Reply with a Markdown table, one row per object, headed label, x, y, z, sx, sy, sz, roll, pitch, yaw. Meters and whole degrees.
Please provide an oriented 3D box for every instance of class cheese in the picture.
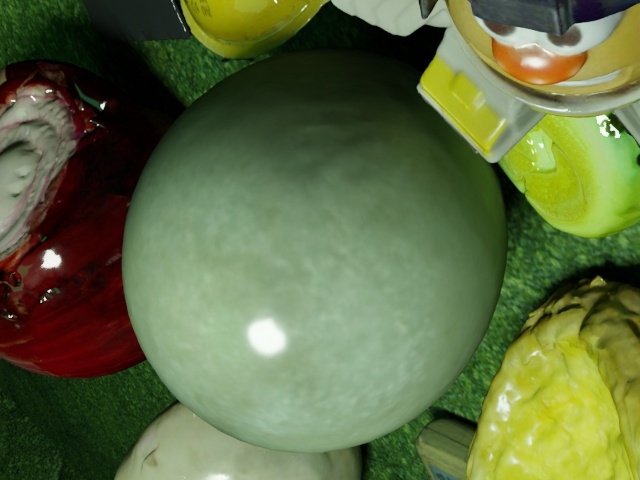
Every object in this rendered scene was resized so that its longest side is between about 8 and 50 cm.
| label | x | y | z | sx | sy | sz | roll | pitch | yaw |
| --- | --- | --- | --- | --- | --- | --- | --- | --- | --- |
| cheese | -0.015 | -0.207 | 0.789 | 0.270 | 0.069 | 0.177 | 7 | 85 | 42 |

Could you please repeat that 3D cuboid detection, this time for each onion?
| label | x | y | z | sx | sy | sz | roll | pitch | yaw |
| --- | --- | --- | --- | --- | --- | --- | --- | --- | --- |
| onion | -0.254 | -0.006 | 1.218 | 0.341 | 0.341 | 0.341 | 39 | 150 | 27 |

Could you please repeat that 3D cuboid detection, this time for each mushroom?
| label | x | y | z | sx | sy | sz | roll | pitch | yaw |
| --- | --- | --- | --- | --- | --- | --- | --- | --- | --- |
| mushroom | -0.115 | 0.242 | 1.369 | 0.314 | 0.314 | 0.336 | 83 | 162 | -45 |

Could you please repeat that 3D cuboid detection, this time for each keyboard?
| label | x | y | z | sx | sy | sz | roll | pitch | yaw |
| --- | --- | --- | --- | --- | --- | --- | --- | --- | --- |
| keyboard | -0.191 | -0.235 | 1.165 | 0.196 | 0.015 | 0.074 | 12 | 129 | 53 |

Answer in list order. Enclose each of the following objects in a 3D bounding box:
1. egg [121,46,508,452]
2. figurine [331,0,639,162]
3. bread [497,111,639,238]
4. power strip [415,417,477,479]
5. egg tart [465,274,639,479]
| label | x | y | z | sx | sy | sz | roll | pitch | yaw |
| --- | --- | --- | --- | --- | --- | --- | --- | --- | --- |
| egg | 0.000 | 0.000 | 0.791 | 0.258 | 0.352 | 0.259 | 4 | 116 | 9 |
| figurine | 0.114 | -0.124 | 0.531 | 0.308 | 0.308 | 0.143 | 131 | 134 | -63 |
| bread | 0.158 | -0.071 | 0.722 | 0.139 | 0.071 | 0.130 | 42 | 155 | 20 |
| power strip | 0.227 | 0.252 | 1.008 | 0.387 | 0.066 | 0.092 | 16 | 138 | 51 |
| egg tart | 0.205 | 0.199 | 0.811 | 0.345 | 0.132 | 0.345 | -172 | 90 | -79 |
